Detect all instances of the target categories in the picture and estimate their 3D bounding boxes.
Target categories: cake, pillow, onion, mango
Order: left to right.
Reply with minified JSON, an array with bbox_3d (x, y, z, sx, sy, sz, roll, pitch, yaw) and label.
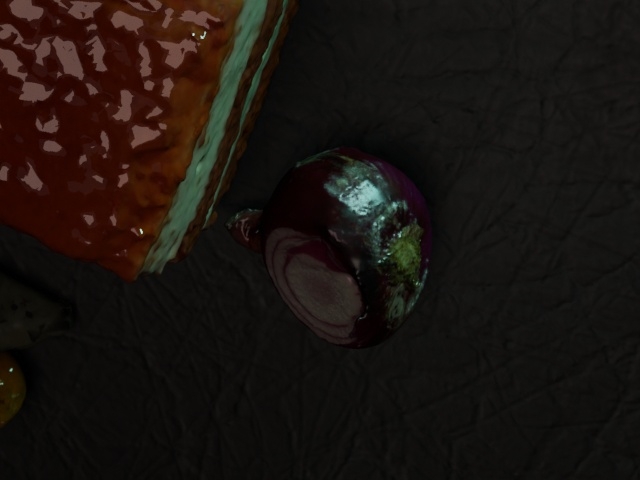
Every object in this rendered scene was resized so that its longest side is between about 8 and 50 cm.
[{"bbox_3d":[-0.352,0.052,1.475,0.241,0.051,0.093,23,65,0],"label":"pillow"},{"bbox_3d":[-0.329,0.128,1.498,0.080,0.060,0.114,-32,80,-26],"label":"mango"},{"bbox_3d":[-0.185,-0.149,1.264,0.269,0.319,0.270,22,107,2],"label":"cake"},{"bbox_3d":[0.012,-0.007,1.381,0.198,0.135,0.173,24,134,43],"label":"onion"}]
